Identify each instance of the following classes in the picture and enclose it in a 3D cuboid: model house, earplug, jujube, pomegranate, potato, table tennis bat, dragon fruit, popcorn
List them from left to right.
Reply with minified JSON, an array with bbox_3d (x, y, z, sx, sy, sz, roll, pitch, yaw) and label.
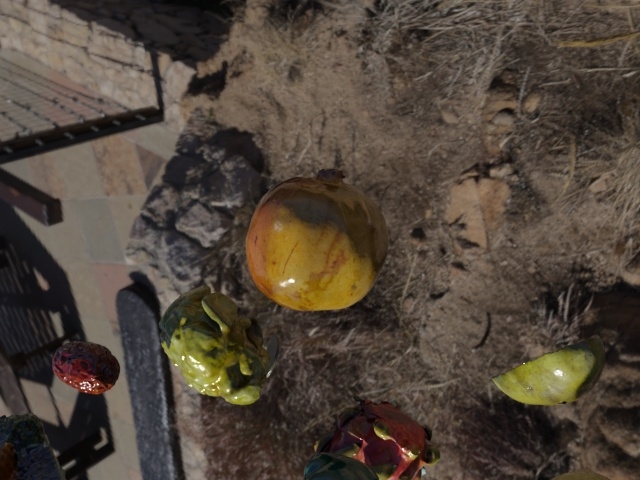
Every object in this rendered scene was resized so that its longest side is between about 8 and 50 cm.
[{"bbox_3d":[-0.792,0.634,1.484,0.339,0.360,0.297,6,114,61],"label":"model house"},{"bbox_3d":[-0.525,0.280,1.402,0.176,0.109,0.112,4,94,39],"label":"jujube"},{"bbox_3d":[-0.302,0.302,1.748,0.334,0.292,0.293,40,108,-15],"label":"popcorn"},{"bbox_3d":[-0.177,0.377,2.108,0.246,0.022,0.138,-150,81,-76],"label":"table tennis bat"},{"bbox_3d":[0.000,0.000,1.120,0.264,0.264,0.264,18,120,33],"label":"pomegranate"},{"bbox_3d":[0.112,0.488,1.443,0.228,0.243,0.307,35,165,-24],"label":"dragon fruit"},{"bbox_3d":[0.091,0.424,0.939,0.280,0.257,0.164,53,130,9],"label":"earplug"},{"bbox_3d":[0.499,0.290,1.325,0.271,0.160,0.111,-51,55,55],"label":"potato"}]

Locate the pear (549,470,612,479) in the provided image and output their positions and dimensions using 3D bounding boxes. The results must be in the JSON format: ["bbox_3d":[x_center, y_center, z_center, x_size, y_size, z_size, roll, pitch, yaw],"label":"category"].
[{"bbox_3d":[0.659,0.740,1.577,0.309,0.309,0.309,18,120,33],"label":"pear"}]

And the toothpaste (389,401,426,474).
[{"bbox_3d":[0.219,0.527,1.659,0.056,0.036,0.205,-40,50,25],"label":"toothpaste"}]
